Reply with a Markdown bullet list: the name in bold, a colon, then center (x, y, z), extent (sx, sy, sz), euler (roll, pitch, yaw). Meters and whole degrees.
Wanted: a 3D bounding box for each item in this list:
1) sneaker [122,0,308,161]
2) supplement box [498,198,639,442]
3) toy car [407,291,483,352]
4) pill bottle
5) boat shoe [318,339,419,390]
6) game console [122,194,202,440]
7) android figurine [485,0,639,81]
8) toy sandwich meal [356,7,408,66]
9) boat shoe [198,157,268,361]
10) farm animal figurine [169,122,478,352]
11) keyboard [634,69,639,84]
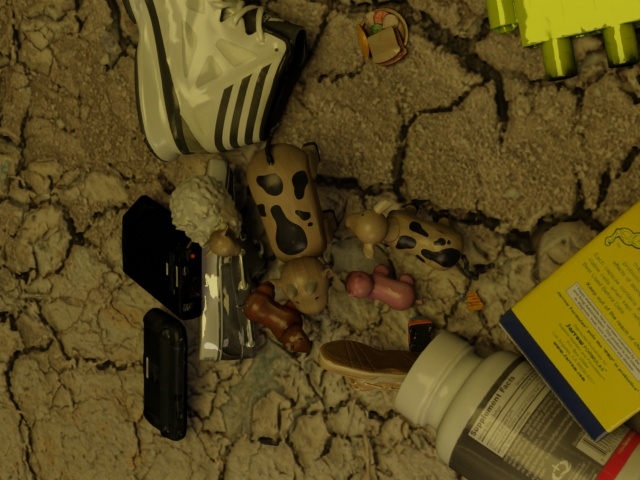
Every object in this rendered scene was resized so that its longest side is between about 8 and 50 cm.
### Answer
- **sneaker**: center (-0.146, -0.348, 1.794), extent (0.257, 0.169, 0.447), euler (-5, 99, 16)
- **supplement box**: center (0.428, 0.048, 1.491), extent (0.356, 0.194, 0.195), euler (-44, 76, 29)
- **toy car**: center (0.174, 0.113, 1.736), extent (0.122, 0.060, 0.040), euler (-21, 40, 8)
- **pill bottle**: center (0.262, 0.255, 1.618), extent (0.318, 0.176, 0.176), euler (33, 106, 19)
- **boat shoe**: center (0.066, 0.183, 1.719), extent (0.059, 0.170, 0.063), euler (-59, 32, 31)
- **game console**: center (-0.242, 0.124, 1.871), extent (0.213, 0.044, 0.361), euler (31, 124, 53)
- **android figurine**: center (0.333, -0.353, 1.614), extent (0.248, 0.056, 0.273), euler (-8, 92, 25)
- **toy sandwich meal**: center (0.086, -0.287, 1.742), extent (0.085, 0.029, 0.085), euler (2, 94, 24)
- **boat shoe**: center (-0.129, 0.029, 1.824), extent (0.102, 0.108, 0.301), euler (0, 92, -10)
- **farm animal figurine**: center (0.000, 0.000, 1.662), extent (0.330, 0.172, 0.327), euler (-30, 101, 14)
- **keyboard**: center (0.502, -0.146, 1.548), extent (0.201, 0.033, 0.317), euler (-8, 91, 34)
